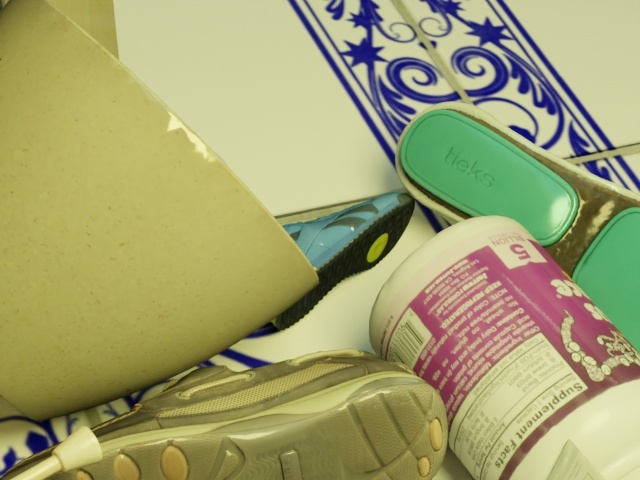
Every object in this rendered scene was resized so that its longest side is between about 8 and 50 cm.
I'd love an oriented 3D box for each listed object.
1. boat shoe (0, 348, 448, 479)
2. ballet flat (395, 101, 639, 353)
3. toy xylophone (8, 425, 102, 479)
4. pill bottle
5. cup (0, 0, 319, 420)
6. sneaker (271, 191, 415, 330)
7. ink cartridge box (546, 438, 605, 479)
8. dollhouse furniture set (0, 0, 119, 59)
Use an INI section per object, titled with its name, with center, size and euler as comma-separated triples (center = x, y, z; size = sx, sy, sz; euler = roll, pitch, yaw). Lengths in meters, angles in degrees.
[boat shoe]
center = -0.081, 0.171, 1.405
size = 0.355, 0.132, 0.130
euler = -10, 23, -15
[ballet flat]
center = 0.242, 0.011, 1.618
size = 0.400, 0.139, 0.139
euler = 37, 49, 21
[toy xylophone]
center = -0.180, 0.275, 1.220
size = 0.322, 0.081, 0.236
euler = -35, 106, -31
[pill bottle]
center = 0.184, 0.134, 1.451
size = 0.169, 0.169, 0.301
euler = -20, 54, -29
[cup]
center = -0.199, 0.002, 1.424
size = 0.237, 0.331, 0.331
euler = -46, 65, -6
[sneaker]
center = 0.000, 0.000, 1.612
size = 0.082, 0.069, 0.209
euler = 35, 49, 25
[ink cartridge box]
center = 0.203, 0.277, 1.270
size = 0.066, 0.189, 0.232
euler = 20, 15, -20
[dollhouse furniture set]
center = -0.321, -0.132, 1.661
size = 0.303, 0.198, 0.286
euler = -2, 83, -48
